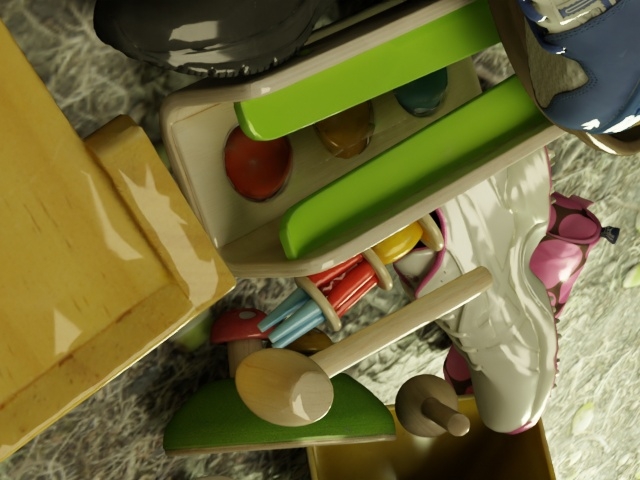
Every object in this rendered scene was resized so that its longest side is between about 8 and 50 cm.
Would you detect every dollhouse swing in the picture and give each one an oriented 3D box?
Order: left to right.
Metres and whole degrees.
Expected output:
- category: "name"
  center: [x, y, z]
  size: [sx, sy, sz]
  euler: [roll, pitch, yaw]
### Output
- category: "dollhouse swing"
  center: [-0.285, 0.009, 0.823]
  size: [0.347, 0.305, 0.315]
  euler: [-37, -174, -14]

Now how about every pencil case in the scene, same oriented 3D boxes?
- category: "pencil case"
  center: [0.186, 0.055, 1.342]
  size: [0.098, 0.095, 0.209]
  euler: [-42, 159, -57]

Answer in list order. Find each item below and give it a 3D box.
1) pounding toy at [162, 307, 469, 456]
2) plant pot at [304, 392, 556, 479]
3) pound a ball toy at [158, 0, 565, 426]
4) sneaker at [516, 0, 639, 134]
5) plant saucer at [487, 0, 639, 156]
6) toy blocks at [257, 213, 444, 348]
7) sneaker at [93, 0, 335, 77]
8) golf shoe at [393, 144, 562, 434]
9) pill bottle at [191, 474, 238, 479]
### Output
- category: "pounding toy"
  center: [-0.008, 0.107, 1.156]
  size: [0.237, 0.110, 0.183]
  euler: [-5, 172, 1]
- category: "plant pot"
  center: [0.097, 0.275, 1.334]
  size: [0.212, 0.212, 0.187]
  euler: [-7, 155, -9]
- category: "pound a ball toy"
  center: [0.029, -0.040, 0.973]
  size: [0.319, 0.136, 0.208]
  euler: [-30, 108, -35]
- category: "sneaker"
  center: [0.090, -0.153, 0.616]
  size: [0.131, 0.112, 0.296]
  euler: [-19, 140, -10]
- category: "plant saucer"
  center: [0.170, -0.190, 0.987]
  size: [0.278, 0.041, 0.277]
  euler: [21, 65, -55]
- category: "toy blocks"
  center: [0.000, 0.000, 1.076]
  size: [0.148, 0.054, 0.123]
  euler: [-37, 103, -11]
- category: "sneaker"
  center: [-0.019, -0.192, 0.882]
  size: [0.286, 0.109, 0.130]
  euler: [-31, 134, -33]
- category: "golf shoe"
  center: [0.118, 0.033, 1.209]
  size: [0.140, 0.115, 0.306]
  euler: [-17, 117, -19]
- category: "pill bottle"
  center: [-0.068, 0.292, 1.279]
  size: [0.119, 0.119, 0.208]
  euler: [-39, 144, -11]
